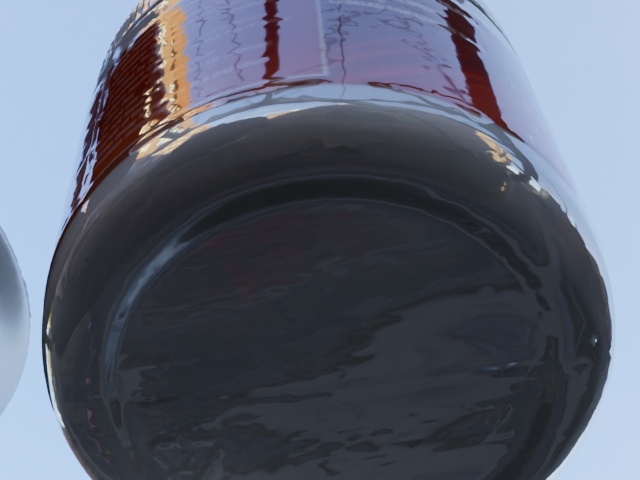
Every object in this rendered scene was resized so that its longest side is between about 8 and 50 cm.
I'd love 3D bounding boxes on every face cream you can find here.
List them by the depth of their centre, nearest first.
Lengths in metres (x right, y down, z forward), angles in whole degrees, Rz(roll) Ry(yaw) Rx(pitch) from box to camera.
[{"bbox_3d":[0.000,0.000,0.515,0.201,0.187,0.201,-2,-58,-2],"label":"face cream"}]

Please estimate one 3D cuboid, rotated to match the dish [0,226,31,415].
[{"bbox_3d":[-0.305,0.058,0.635,0.316,0.106,0.316,-2,-49,-2],"label":"dish"}]
